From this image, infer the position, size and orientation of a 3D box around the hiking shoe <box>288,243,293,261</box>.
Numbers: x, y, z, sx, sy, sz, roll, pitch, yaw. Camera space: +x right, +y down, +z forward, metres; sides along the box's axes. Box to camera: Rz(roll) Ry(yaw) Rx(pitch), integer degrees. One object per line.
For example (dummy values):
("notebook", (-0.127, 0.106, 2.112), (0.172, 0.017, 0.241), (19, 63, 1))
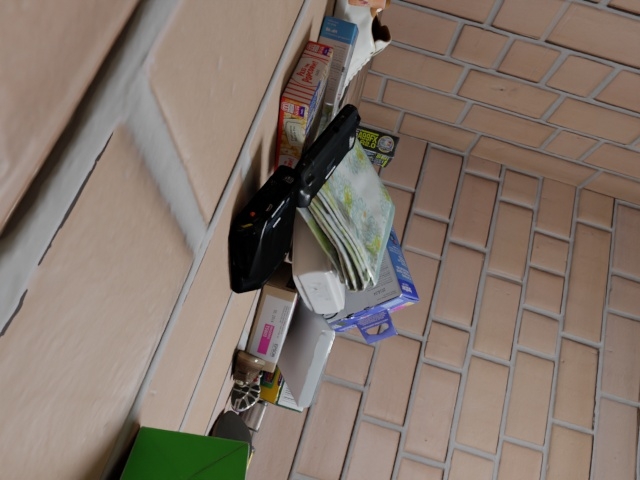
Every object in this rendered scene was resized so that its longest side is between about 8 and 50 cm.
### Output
("hiking shoe", (-0.029, 0.043, 1.701), (0.304, 0.132, 0.113), (-63, 170, -79))

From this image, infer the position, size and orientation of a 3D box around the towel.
("towel", (0.062, -0.105, 1.114), (0.320, 0.090, 0.374), (59, 29, -28))

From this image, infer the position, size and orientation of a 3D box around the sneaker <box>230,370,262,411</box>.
("sneaker", (-0.190, 0.386, 1.239), (0.170, 0.069, 0.071), (-69, -178, -69))

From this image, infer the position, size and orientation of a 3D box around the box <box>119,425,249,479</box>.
("box", (-0.161, 0.359, 0.445), (0.262, 0.127, 0.230), (-95, -161, -66))

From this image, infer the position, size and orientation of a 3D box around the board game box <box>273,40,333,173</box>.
("board game box", (-0.030, -0.203, 0.800), (0.193, 0.045, 0.146), (105, 3, -56))

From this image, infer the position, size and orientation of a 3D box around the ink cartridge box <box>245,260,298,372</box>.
("ink cartridge box", (-0.116, 0.193, 1.262), (0.193, 0.088, 0.234), (-70, 178, -73))

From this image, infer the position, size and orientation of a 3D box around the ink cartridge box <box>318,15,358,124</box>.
("ink cartridge box", (0.017, -0.315, 0.907), (0.104, 0.060, 0.180), (-69, 175, -73))

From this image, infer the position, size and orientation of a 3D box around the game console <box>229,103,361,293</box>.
("game console", (-0.032, -0.080, 0.792), (0.361, 0.044, 0.213), (-55, 169, -31))

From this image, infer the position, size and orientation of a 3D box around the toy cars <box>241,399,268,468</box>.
("toy cars", (-0.246, 0.622, 1.538), (0.393, 0.087, 0.176), (-77, -172, -71))

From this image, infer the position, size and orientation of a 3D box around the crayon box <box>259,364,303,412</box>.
("crayon box", (-0.101, 0.368, 1.628), (0.313, 0.106, 0.362), (-26, -137, 66))

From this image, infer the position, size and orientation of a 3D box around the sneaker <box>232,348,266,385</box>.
("sneaker", (-0.167, 0.299, 1.098), (0.188, 0.066, 0.071), (98, 14, -69))

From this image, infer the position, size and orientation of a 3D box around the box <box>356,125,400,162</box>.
("box", (0.104, -0.278, 1.379), (0.270, 0.217, 0.060), (-39, 146, -85))

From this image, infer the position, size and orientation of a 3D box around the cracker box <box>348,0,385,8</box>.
("cracker box", (0.088, -0.503, 0.730), (0.156, 0.067, 0.232), (-10, 107, -88))

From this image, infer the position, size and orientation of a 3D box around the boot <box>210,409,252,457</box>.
("boot", (-0.227, 0.484, 1.040), (0.115, 0.112, 0.305), (-42, -171, 10))

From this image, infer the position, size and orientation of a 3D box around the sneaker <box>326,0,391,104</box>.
("sneaker", (0.075, -0.390, 1.012), (0.290, 0.123, 0.105), (107, 0, -58))

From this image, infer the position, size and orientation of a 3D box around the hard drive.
("hard drive", (-0.074, 0.272, 1.387), (0.353, 0.047, 0.232), (44, -59, 61))

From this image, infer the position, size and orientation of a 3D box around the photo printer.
("photo printer", (0.000, 0.000, 1.221), (0.256, 0.107, 0.307), (72, 15, -58))

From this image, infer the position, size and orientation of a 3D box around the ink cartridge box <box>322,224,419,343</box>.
("ink cartridge box", (0.104, 0.092, 1.388), (0.151, 0.270, 0.394), (24, 46, -54))
